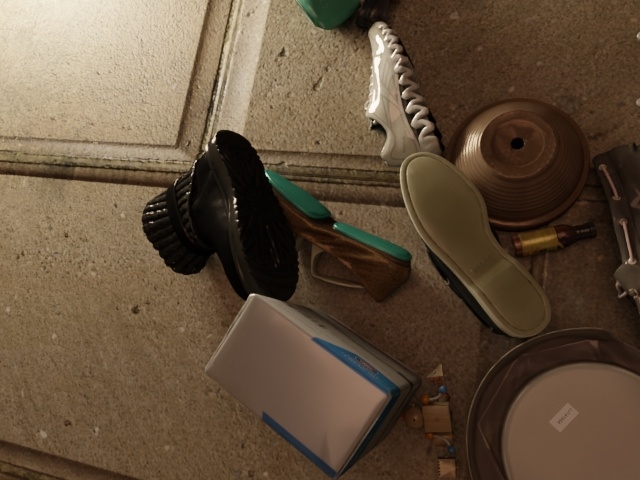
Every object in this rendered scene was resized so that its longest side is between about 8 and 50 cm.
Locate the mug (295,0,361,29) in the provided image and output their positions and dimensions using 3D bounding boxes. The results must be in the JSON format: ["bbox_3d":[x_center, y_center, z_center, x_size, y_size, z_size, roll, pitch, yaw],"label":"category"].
[{"bbox_3d":[-0.003,-0.490,1.047,0.097,0.158,0.129,-38,45,12],"label":"mug"}]

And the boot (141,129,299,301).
[{"bbox_3d":[-0.186,0.007,0.946,0.260,0.131,0.348,-38,56,30],"label":"boot"}]

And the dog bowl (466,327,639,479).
[{"bbox_3d":[0.389,0.302,0.768,0.349,0.102,0.348,-4,75,15],"label":"dog bowl"}]

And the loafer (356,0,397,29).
[{"bbox_3d":[0.129,-0.492,1.067,0.061,0.062,0.170,23,88,-2],"label":"loafer"}]

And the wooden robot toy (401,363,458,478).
[{"bbox_3d":[0.169,0.285,0.850,0.079,0.076,0.173,-7,90,14],"label":"wooden robot toy"}]

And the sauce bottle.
[{"bbox_3d":[0.380,-0.003,0.875,0.128,0.042,0.042,-13,74,15],"label":"sauce bottle"}]

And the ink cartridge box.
[{"bbox_3d":[0.010,0.202,0.797,0.223,0.307,0.129,32,90,21],"label":"ink cartridge box"}]

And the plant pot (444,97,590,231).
[{"bbox_3d":[0.324,-0.142,0.891,0.237,0.110,0.237,-4,75,16],"label":"plant pot"}]

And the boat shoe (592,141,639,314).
[{"bbox_3d":[0.479,0.010,0.817,0.096,0.112,0.335,-7,69,33],"label":"boat shoe"}]

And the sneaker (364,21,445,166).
[{"bbox_3d":[0.128,-0.271,0.988,0.118,0.110,0.292,-22,71,20],"label":"sneaker"}]

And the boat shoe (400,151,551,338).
[{"bbox_3d":[0.234,0.012,0.880,0.127,0.113,0.340,-34,76,-12],"label":"boat shoe"}]

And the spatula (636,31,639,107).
[{"bbox_3d":[0.653,-0.291,0.878,0.242,0.019,0.168,1,83,18],"label":"spatula"}]

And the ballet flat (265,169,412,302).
[{"bbox_3d":[0.000,0.000,0.968,0.342,0.116,0.124,32,107,17],"label":"ballet flat"}]
